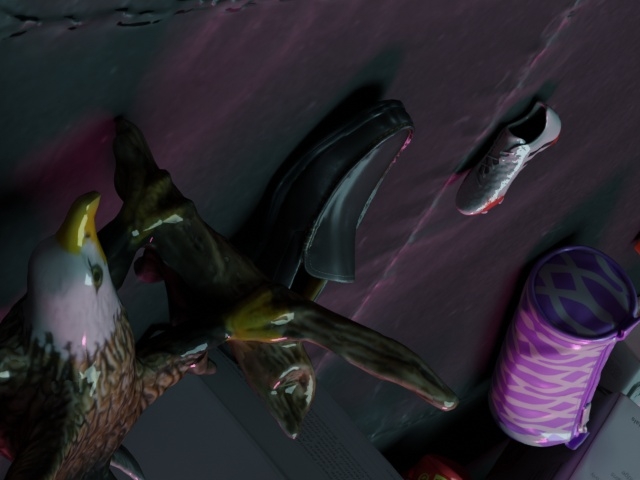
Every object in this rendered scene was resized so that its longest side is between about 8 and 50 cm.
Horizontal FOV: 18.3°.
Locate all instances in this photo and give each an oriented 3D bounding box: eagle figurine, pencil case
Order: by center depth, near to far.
[{"bbox_3d":[-0.124,0.073,0.779,0.298,0.226,0.225,-44,129,-41],"label":"eagle figurine"},{"bbox_3d":[0.180,0.086,1.486,0.086,0.088,0.206,-35,158,-20],"label":"pencil case"}]

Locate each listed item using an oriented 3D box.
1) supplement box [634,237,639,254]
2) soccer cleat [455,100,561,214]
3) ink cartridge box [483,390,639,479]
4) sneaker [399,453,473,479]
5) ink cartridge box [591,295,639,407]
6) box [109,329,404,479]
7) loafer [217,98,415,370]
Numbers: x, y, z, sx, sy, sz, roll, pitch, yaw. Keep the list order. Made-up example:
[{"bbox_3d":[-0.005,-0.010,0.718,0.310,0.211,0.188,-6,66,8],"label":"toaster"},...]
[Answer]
[{"bbox_3d":[0.358,-0.023,1.593,0.233,0.080,0.078,-25,156,-42],"label":"supplement box"},{"bbox_3d":[0.110,-0.050,1.184,0.083,0.029,0.035,-43,151,-5],"label":"soccer cleat"},{"bbox_3d":[0.173,0.279,1.624,0.283,0.117,0.207,-54,-173,-22],"label":"ink cartridge box"},{"bbox_3d":[0.061,0.222,1.521,0.118,0.107,0.279,-57,176,12],"label":"sneaker"},{"bbox_3d":[0.267,0.110,1.724,0.099,0.056,0.135,-24,154,-35],"label":"ink cartridge box"},{"bbox_3d":[-0.059,0.169,1.109,0.181,0.182,0.119,-48,160,19],"label":"box"},{"bbox_3d":[0.000,0.000,1.041,0.170,0.061,0.062,-52,156,25],"label":"loafer"}]
